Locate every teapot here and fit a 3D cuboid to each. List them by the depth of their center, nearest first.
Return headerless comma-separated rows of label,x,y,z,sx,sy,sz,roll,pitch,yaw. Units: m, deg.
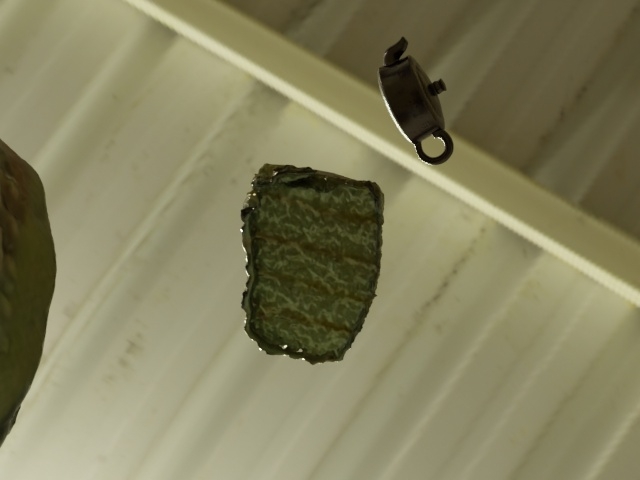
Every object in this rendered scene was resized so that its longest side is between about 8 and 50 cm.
teapot,0.076,-0.106,1.211,0.045,0.068,0.100,-25,-90,15

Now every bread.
bread,0.001,-0.005,1.107,0.103,0.156,0.110,17,-145,6

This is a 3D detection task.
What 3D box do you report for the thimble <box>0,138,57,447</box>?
thimble,-0.270,0.024,0.768,0.254,0.167,0.288,7,-112,28
